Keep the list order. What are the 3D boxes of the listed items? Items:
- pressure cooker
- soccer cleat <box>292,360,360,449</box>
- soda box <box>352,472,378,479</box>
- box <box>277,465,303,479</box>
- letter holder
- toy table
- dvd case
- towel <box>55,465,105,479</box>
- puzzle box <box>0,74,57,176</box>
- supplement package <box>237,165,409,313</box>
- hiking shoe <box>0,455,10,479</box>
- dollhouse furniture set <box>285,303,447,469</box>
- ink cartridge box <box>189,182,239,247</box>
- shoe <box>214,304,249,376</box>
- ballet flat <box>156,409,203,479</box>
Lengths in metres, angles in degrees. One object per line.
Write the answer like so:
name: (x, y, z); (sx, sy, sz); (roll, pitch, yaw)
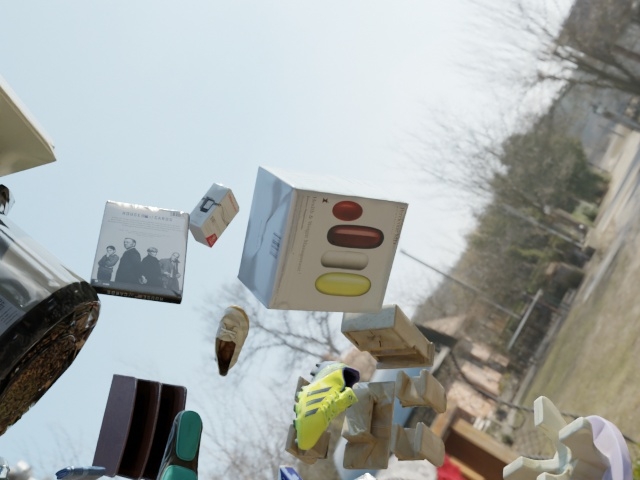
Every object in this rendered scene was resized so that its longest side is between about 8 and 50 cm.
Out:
pressure cooker: (-0.644, 0.106, 1.305); (0.376, 0.420, 0.370); (-54, -3, 25)
soccer cleat: (0.017, 0.357, 1.664); (0.289, 0.121, 0.094); (-56, -31, -63)
soda box: (0.100, 0.786, 2.331); (0.168, 0.053, 0.060); (-14, -74, -33)
box: (-0.057, 0.592, 1.644); (0.225, 0.036, 0.137); (-177, 94, -71)
letter holder: (-0.549, 0.579, 2.310); (0.152, 0.214, 0.302); (26, -112, -48)
toy table: (0.512, 0.458, 1.532); (0.252, 0.160, 0.274); (-57, 14, 30)
dvd case: (-0.364, 0.021, 1.537); (0.239, 0.179, 0.030); (-95, 19, -44)
towel: (-0.641, 0.621, 2.015); (0.067, 0.029, 0.119); (-30, -32, 31)
puzzle box: (-0.724, -0.173, 1.349); (0.408, 0.052, 0.272); (-16, -23, -2)
supplement package: (0.000, 0.000, 1.200); (0.203, 0.149, 0.194); (5, -74, -28)
hiking shoe: (-0.793, 0.561, 1.663); (0.113, 0.132, 0.304); (-41, 16, 14)
dollhouse furniture set: (0.154, 0.402, 1.942); (0.256, 0.361, 0.394); (47, -137, -45)
ink cartridge box: (-0.307, -0.073, 2.150); (0.150, 0.063, 0.109); (-56, -26, -24)
shoe: (-0.227, 0.255, 1.890); (0.058, 0.076, 0.219); (-70, -5, -53)
ballet flat: (-0.330, 0.533, 1.751); (0.096, 0.095, 0.281); (-51, 21, 42)
